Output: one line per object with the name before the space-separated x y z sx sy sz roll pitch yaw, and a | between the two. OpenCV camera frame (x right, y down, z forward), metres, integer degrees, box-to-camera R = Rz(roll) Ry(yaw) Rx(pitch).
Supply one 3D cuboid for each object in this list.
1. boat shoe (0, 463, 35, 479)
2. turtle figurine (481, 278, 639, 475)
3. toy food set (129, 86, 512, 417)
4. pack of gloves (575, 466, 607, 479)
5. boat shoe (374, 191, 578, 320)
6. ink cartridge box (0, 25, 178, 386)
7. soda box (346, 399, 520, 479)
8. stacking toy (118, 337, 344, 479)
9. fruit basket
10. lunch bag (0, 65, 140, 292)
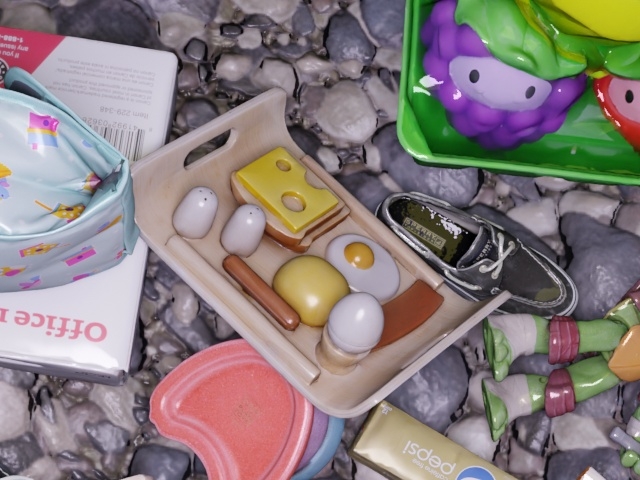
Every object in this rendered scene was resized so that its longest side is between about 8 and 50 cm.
boat shoe | -0.263 0.262 1.456 0.302 0.114 0.091 45 120 16
turtle figurine | 0.293 0.142 1.528 0.266 0.198 0.274 -6 75 -2
toy food set | 0.000 0.000 1.485 0.306 0.092 0.220 44 46 13
pack of gloves | 0.278 0.361 1.565 0.232 0.046 0.195 41 92 2
boat shoe | 0.153 0.018 1.602 0.219 0.070 0.077 25 76 0
ink cartridge box | -0.266 -0.033 1.538 0.226 0.131 0.306 10 79 -4
soda box | 0.117 0.222 1.559 0.181 0.061 0.058 30 77 1
stacking toy | -0.053 0.263 1.495 0.279 0.130 0.309 -37 70 10
fruit basket | 0.260 -0.197 1.512 0.392 0.392 0.282 6 77 -5
lunch bag | -0.280 -0.039 1.356 0.262 0.223 0.160 3 72 -5
